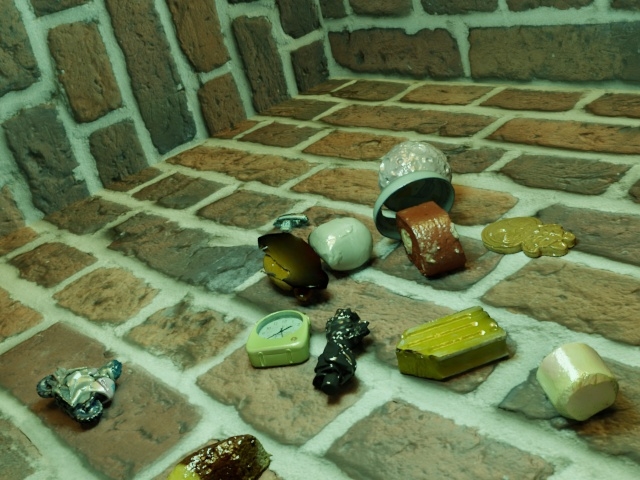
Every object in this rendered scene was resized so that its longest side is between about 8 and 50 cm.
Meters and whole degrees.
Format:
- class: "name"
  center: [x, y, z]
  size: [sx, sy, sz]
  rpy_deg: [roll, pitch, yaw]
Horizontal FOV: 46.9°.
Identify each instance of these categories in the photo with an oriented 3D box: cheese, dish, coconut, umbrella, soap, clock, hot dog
- class: "cheese"
  center: [0.074, 0.013, 2.328]
  size: [0.189, 0.154, 0.198]
  rpy_deg: [-23, 24, -11]
- class: "dish"
  center: [0.279, -0.141, 2.368]
  size: [0.273, 0.273, 0.134]
  rpy_deg: [-18, 50, -8]
- class: "coconut"
  center: [0.539, 0.290, 1.565]
  size: [0.147, 0.147, 0.153]
  rpy_deg: [-16, 33, -4]
- class: "umbrella"
  center: [0.047, 0.288, 1.867]
  size: [0.122, 0.110, 0.272]
  rpy_deg: [-5, 32, 18]
- class: "soap"
  center: [0.310, 0.257, 1.812]
  size: [0.257, 0.080, 0.160]
  rpy_deg: [-18, 25, -7]
- class: "clock"
  center: [-0.103, 0.255, 2.038]
  size: [0.170, 0.069, 0.232]
  rpy_deg: [-8, 26, 13]
- class: "hot dog"
  center: [-0.095, 0.101, 2.289]
  size: [0.194, 0.107, 0.326]
  rpy_deg: [-7, 32, -10]

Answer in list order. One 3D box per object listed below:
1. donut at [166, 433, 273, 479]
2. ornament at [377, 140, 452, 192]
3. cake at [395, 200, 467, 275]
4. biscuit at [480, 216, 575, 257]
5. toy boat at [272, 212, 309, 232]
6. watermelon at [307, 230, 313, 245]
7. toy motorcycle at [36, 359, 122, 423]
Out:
- class: "donut"
  center: [-0.246, 0.507, 1.562]
  size: [0.151, 0.112, 0.295]
  rpy_deg: [7, 32, 33]
- class: "ornament"
  center: [0.322, -0.211, 2.543]
  size: [0.259, 0.259, 0.225]
  rpy_deg: [2, 69, 30]
- class: "cake"
  center: [0.329, -0.015, 2.232]
  size: [0.150, 0.177, 0.283]
  rpy_deg: [-15, 25, -3]
- class: "biscuit"
  center: [0.624, -0.013, 2.237]
  size: [0.202, 0.044, 0.288]
  rpy_deg: [-31, 29, -31]
- class: "toy boat"
  center: [-0.110, -0.061, 2.685]
  size: [0.140, 0.059, 0.066]
  rpy_deg: [-2, 55, 20]
- class: "watermelon"
  center: [0.000, 0.000, 2.480]
  size: [0.078, 0.078, 0.110]
  rpy_deg: [-29, 30, -28]
- class: "toy motorcycle"
  center: [-0.631, 0.389, 2.002]
  size: [0.239, 0.108, 0.204]
  rpy_deg: [31, 51, 23]
